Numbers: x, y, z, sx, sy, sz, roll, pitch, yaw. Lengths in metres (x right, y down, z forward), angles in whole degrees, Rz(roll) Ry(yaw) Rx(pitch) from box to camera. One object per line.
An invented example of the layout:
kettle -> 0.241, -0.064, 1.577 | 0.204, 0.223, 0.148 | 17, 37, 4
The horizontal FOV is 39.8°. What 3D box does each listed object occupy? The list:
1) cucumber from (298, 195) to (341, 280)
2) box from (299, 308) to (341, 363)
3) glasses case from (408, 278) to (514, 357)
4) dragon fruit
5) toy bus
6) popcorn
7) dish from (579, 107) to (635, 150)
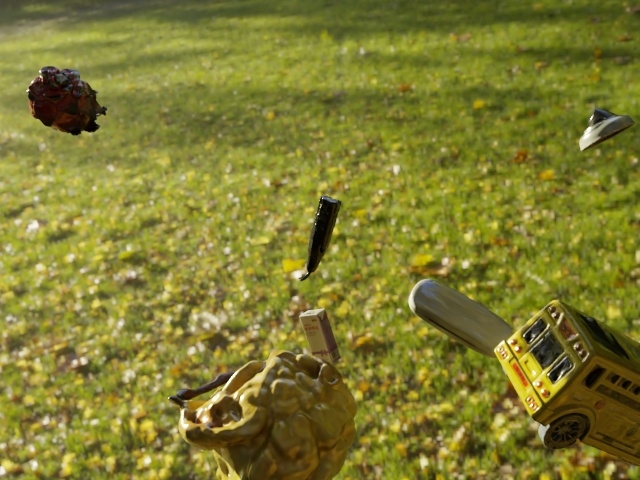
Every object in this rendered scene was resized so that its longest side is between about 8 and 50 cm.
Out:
cucumber -> 0.000, 0.000, 1.540 | 0.043, 0.163, 0.039 | 3, 25, -25
box -> -0.001, 0.204, 1.867 | 0.050, 0.117, 0.036 | -13, 11, 37
glasses case -> 0.244, 0.135, 1.537 | 0.193, 0.049, 0.074 | 30, 53, 11
dragon fruit -> -0.473, -0.259, 1.644 | 0.130, 0.142, 0.121 | -46, 25, -20
toy bus -> 0.396, 0.208, 1.181 | 0.331, 0.151, 0.145 | 25, 24, -31
popcorn -> -0.106, 0.366, 1.682 | 0.381, 0.349, 0.349 | 25, 30, 2
dish -> 0.681, -0.283, 2.150 | 0.141, 0.078, 0.141 | -27, -6, -3
